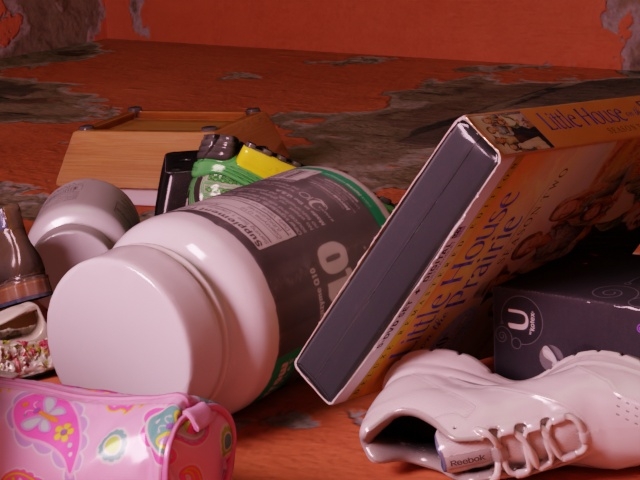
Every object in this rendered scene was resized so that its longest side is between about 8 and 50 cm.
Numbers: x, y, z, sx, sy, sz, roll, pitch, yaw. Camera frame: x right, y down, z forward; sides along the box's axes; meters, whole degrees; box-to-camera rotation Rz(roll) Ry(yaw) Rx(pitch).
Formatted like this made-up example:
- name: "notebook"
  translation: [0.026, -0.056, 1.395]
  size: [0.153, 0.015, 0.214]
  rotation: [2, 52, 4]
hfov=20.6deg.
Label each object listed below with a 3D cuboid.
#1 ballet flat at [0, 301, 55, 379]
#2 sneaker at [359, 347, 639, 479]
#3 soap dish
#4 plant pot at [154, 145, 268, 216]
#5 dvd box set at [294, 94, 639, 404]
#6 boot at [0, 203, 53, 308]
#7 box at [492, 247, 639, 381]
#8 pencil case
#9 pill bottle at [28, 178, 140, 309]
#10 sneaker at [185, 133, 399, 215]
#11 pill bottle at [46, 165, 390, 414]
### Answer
- name: "ballet flat"
  translation: [-0.287, 0.099, 1.870]
  size: [0.241, 0.077, 0.091]
  rotation: [-14, 17, -40]
- name: "sneaker"
  translation: [0.170, 0.165, 1.504]
  size: [0.297, 0.111, 0.129]
  rotation: [-4, 22, 31]
- name: "soap dish"
  translation: [-0.224, -0.131, 2.687]
  size: [0.290, 0.118, 0.229]
  rotation: [2, 15, 24]
- name: "plant pot"
  translation: [-0.119, -0.019, 2.123]
  size: [0.187, 0.167, 0.188]
  rotation: [-5, 15, -3]
- name: "dvd box set"
  translation: [0.192, -0.002, 1.680]
  size: [0.062, 0.308, 0.420]
  rotation: [47, 32, 24]
- name: "boot"
  translation: [-0.377, 0.027, 1.951]
  size: [0.219, 0.106, 0.082]
  rotation: [-13, 1, 44]
- name: "box"
  translation: [0.309, 0.103, 1.588]
  size: [0.270, 0.143, 0.165]
  rotation: [7, 17, 38]
- name: "pencil case"
  translation: [-0.214, 0.172, 1.482]
  size: [0.284, 0.124, 0.124]
  rotation: [6, 17, 28]
- name: "pill bottle"
  translation: [-0.285, 0.011, 2.107]
  size: [0.131, 0.131, 0.229]
  rotation: [-3, 14, -1]
- name: "sneaker"
  translation: [0.000, 0.000, 2.011]
  size: [0.343, 0.146, 0.134]
  rotation: [21, -1, -16]
- name: "pill bottle"
  translation: [-0.087, 0.057, 1.734]
  size: [0.204, 0.204, 0.361]
  rotation: [6, 17, 33]
